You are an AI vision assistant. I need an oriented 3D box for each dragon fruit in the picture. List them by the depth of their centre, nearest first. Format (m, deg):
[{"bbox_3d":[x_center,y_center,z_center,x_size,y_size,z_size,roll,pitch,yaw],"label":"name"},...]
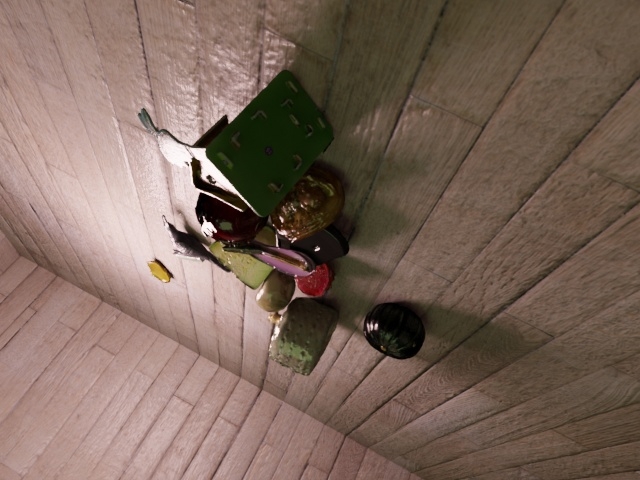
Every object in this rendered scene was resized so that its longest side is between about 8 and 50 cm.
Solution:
[{"bbox_3d":[-0.009,0.119,1.657,0.152,0.153,0.110,8,-178,32],"label":"dragon fruit"}]

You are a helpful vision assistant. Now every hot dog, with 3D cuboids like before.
[{"bbox_3d":[-0.050,-0.104,1.329,0.272,0.122,0.196,-14,89,53],"label":"hot dog"}]

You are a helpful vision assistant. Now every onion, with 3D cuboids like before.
[{"bbox_3d":[-0.275,-0.091,1.470,0.281,0.221,0.281,49,153,35],"label":"onion"}]

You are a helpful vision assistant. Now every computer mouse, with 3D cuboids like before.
[{"bbox_3d":[0.000,0.000,1.479,0.137,0.086,0.269,44,149,-12],"label":"computer mouse"}]

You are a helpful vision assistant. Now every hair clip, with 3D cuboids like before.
[{"bbox_3d":[-0.170,0.051,1.584,0.358,0.095,0.110,16,103,18],"label":"hair clip"}]

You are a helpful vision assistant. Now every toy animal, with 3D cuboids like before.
[{"bbox_3d":[-0.550,0.032,1.987,0.367,0.081,0.205,41,149,-24],"label":"toy animal"}]

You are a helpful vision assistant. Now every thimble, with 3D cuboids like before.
[{"bbox_3d":[-0.063,0.375,1.857,0.195,0.292,0.292,22,147,12],"label":"thimble"}]

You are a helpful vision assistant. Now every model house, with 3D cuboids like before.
[{"bbox_3d":[-0.224,-0.261,1.149,0.340,0.300,0.323,48,153,-25],"label":"model house"}]

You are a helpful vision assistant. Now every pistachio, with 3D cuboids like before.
[{"bbox_3d":[-0.830,0.153,2.413,0.089,0.049,0.173,-13,130,16],"label":"pistachio"}]

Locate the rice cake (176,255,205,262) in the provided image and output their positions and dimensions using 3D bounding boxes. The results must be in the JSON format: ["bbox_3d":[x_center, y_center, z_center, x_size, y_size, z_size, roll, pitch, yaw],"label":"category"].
[{"bbox_3d":[-0.589,0.073,2.124,0.170,0.029,0.033,8,139,32],"label":"rice cake"}]

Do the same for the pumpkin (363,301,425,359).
[{"bbox_3d":[0.255,0.317,1.642,0.220,0.162,0.221,26,147,18],"label":"pumpkin"}]

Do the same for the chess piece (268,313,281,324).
[{"bbox_3d":[-0.165,0.381,2.179,0.171,0.060,0.060,19,147,22],"label":"chess piece"}]

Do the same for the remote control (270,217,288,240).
[{"bbox_3d":[-0.141,-0.075,1.555,0.049,0.027,0.184,15,141,28],"label":"remote control"}]

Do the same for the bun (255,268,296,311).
[{"bbox_3d":[-0.158,0.182,1.784,0.127,0.178,0.193,31,133,1],"label":"bun"}]

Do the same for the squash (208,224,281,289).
[{"bbox_3d":[-0.258,0.030,1.680,0.237,0.204,0.155,42,168,0],"label":"squash"}]
